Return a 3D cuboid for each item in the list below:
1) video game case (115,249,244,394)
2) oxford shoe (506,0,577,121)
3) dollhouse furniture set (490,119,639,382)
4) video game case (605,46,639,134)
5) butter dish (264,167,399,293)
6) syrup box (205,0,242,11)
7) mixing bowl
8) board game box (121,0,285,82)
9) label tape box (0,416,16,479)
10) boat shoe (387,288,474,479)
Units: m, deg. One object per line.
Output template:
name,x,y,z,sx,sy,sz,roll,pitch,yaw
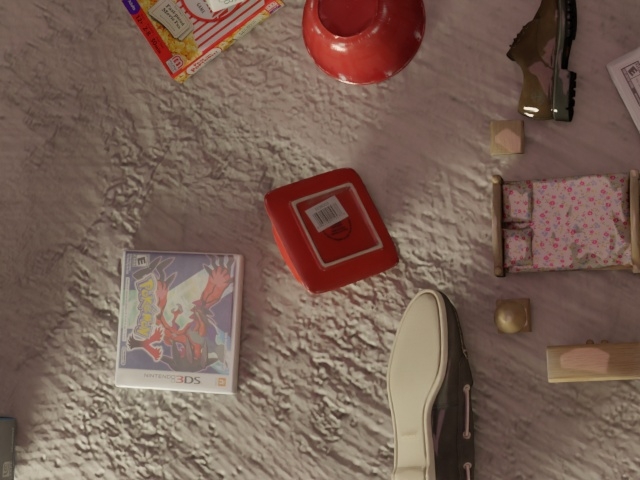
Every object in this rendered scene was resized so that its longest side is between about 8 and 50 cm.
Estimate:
video game case,-0.204,0.116,2.026,0.183,0.023,0.201,2,86,15
oxford shoe,0.297,-0.276,1.896,0.096,0.083,0.227,3,85,20
dollhouse furniture set,0.366,0.002,1.805,0.303,0.174,0.355,-3,85,14
video game case,0.520,-0.180,1.856,0.206,0.026,0.227,-27,78,12
butter dish,0.000,0.000,1.940,0.160,0.118,0.159,-20,78,-30
syrup box,-0.065,-0.416,1.952,0.237,0.093,0.096,-23,60,-7
mixing bowl,0.049,-0.315,1.957,0.181,0.098,0.181,-1,84,15
board game box,-0.171,-0.346,2.045,0.193,0.045,0.146,-36,77,9
label tape box,-0.615,0.297,1.953,0.249,0.348,0.115,0,85,15
boat shoe,0.157,0.235,1.896,0.112,0.095,0.335,-6,78,50
